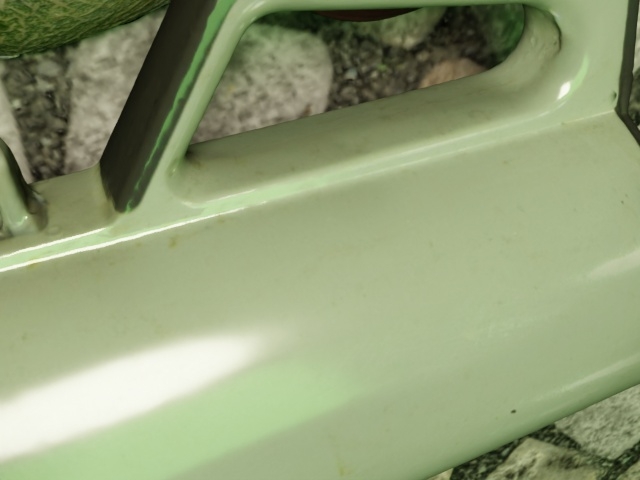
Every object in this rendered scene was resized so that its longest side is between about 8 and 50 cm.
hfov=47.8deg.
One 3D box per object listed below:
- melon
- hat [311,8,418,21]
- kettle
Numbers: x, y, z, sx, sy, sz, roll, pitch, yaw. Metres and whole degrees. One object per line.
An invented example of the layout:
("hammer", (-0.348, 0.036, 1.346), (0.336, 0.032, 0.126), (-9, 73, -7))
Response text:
("melon", (-0.142, -0.158, 0.373), (0.202, 0.139, 0.093), (-24, 101, -1))
("hat", (0.034, -0.227, 0.400), (0.205, 0.089, 0.205), (-6, 121, -9))
("kettle", (0.000, 0.000, 0.426), (0.376, 0.250, 0.361), (-17, 125, -11))
